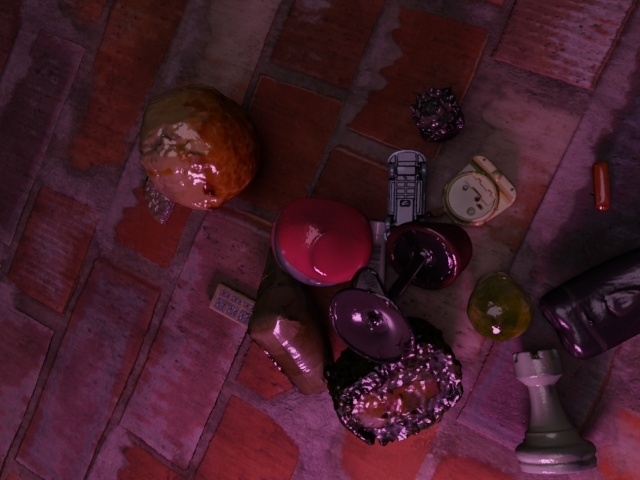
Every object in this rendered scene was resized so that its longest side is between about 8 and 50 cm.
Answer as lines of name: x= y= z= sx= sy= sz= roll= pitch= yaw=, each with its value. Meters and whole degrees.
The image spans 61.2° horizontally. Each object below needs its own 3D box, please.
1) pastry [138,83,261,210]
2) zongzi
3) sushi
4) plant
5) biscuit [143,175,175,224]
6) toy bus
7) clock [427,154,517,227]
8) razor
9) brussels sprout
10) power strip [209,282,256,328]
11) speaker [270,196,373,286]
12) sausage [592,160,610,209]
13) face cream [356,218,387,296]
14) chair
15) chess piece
pastry: x=-0.345 y=-0.277 z=1.616 sx=0.313 sy=0.388 sz=0.387 roll=-4 pitch=86 yaw=9
zongzi: x=-0.074 y=0.243 z=1.648 sx=0.174 sy=0.392 sz=0.355 roll=-24 pitch=119 yaw=10
sushi: x=0.211 y=0.385 z=1.470 sx=0.352 sy=0.178 sz=0.294 roll=-35 pitch=113 yaw=6
plant: x=0.329 y=-0.346 z=1.508 sx=0.129 sy=0.194 sz=0.132 roll=-26 pitch=79 yaw=19
biscuit: x=-0.535 y=-0.192 z=1.847 sx=0.133 sy=0.032 sz=0.249 roll=26 pitch=95 yaw=16
toy bus: x=0.251 y=-0.123 z=1.559 sx=0.122 sy=0.120 sz=0.264 roll=1 pitch=90 yaw=16
clock: x=0.423 y=-0.114 z=1.534 sx=0.232 sy=0.069 sz=0.170 roll=-42 pitch=77 yaw=11
razor: x=0.763 y=0.158 z=1.396 sx=0.349 sy=0.113 sz=0.204 roll=-29 pitch=81 yaw=12
brussels sprout: x=0.480 y=0.181 z=1.468 sx=0.162 sy=0.144 sz=0.180 roll=-38 pitch=53 yaw=32
power strip: x=-0.236 y=0.230 z=1.736 sx=0.268 sy=0.034 sz=0.092 roll=25 pitch=95 yaw=16
speaker: x=0.000 y=0.000 z=1.545 sx=0.295 sy=0.294 sz=0.293 roll=-1 pitch=87 yaw=17
sausage: x=0.753 y=-0.145 z=1.450 sx=0.039 sy=0.041 sz=0.130 roll=-2 pitch=87 yaw=12
face cream: x=0.161 y=0.059 z=1.617 sx=0.092 sy=0.058 sz=0.243 roll=8 pitch=96 yaw=11
chair: x=0.218 y=0.104 z=1.388 sx=0.227 sy=0.401 sz=0.226 roll=21 pitch=132 yaw=26
chess piece: x=0.589 y=0.437 z=1.412 sx=0.195 sy=0.194 sz=0.298 roll=-10 pitch=76 yaw=16
